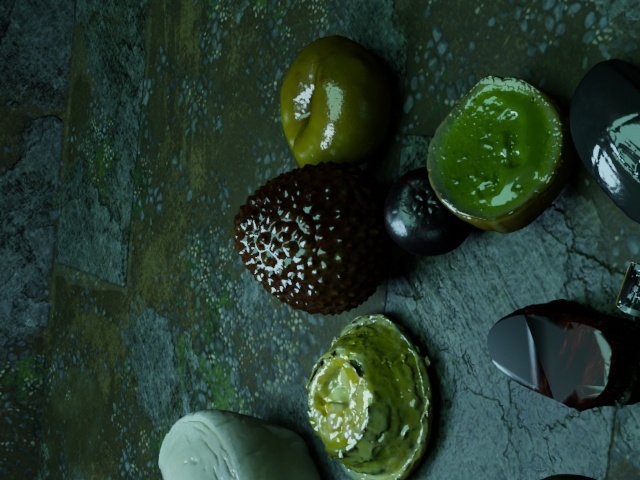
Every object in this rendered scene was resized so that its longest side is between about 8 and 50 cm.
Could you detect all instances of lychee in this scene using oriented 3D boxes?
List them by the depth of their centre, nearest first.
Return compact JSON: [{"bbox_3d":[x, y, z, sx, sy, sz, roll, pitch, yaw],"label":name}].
[{"bbox_3d":[0.000,0.000,1.903,0.276,0.304,0.276,-170,90,-88],"label":"lychee"}]

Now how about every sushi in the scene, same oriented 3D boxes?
[{"bbox_3d":[0.347,0.156,1.542,0.225,0.126,0.136,11,95,48],"label":"sushi"}]

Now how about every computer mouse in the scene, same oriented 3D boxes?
[{"bbox_3d":[0.413,-0.138,1.498,0.138,0.086,0.270,-55,48,37],"label":"computer mouse"}]

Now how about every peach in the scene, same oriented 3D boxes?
[{"bbox_3d":[0.021,-0.237,1.992,0.251,0.153,0.251,-20,64,50],"label":"peach"}]

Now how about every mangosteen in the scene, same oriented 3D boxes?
[{"bbox_3d":[0.174,-0.043,1.781,0.152,0.152,0.153,-5,83,54],"label":"mangosteen"}]

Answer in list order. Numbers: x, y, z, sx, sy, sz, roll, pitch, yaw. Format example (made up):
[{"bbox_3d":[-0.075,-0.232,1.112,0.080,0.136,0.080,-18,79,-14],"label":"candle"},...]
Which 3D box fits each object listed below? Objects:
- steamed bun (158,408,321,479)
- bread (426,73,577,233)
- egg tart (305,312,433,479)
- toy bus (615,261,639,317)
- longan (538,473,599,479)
[{"bbox_3d":[-0.135,0.466,2.078,0.236,0.247,0.383,-56,39,20],"label":"steamed bun"},{"bbox_3d":[0.266,-0.130,1.645,0.236,0.070,0.236,-10,70,30],"label":"bread"},{"bbox_3d":[0.065,0.276,1.918,0.315,0.120,0.315,-8,80,54],"label":"egg tart"},{"bbox_3d":[0.461,0.083,1.424,0.162,0.074,0.070,28,103,53],"label":"toy bus"},{"bbox_3d":[0.313,0.462,1.438,0.350,0.288,0.288,-61,43,45],"label":"longan"}]
